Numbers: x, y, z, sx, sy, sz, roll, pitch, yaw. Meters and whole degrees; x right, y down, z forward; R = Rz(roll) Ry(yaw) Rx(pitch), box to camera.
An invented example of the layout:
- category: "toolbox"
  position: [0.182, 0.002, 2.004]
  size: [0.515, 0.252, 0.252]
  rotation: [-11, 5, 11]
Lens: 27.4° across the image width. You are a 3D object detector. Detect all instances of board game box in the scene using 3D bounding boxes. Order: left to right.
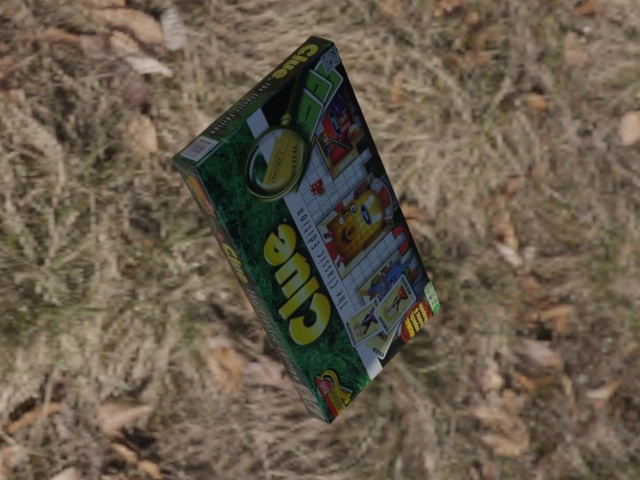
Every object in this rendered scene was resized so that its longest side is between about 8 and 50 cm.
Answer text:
- category: "board game box"
  position: [0.000, 0.000, 0.922]
  size: [0.136, 0.030, 0.260]
  rotation: [-43, 132, -20]
